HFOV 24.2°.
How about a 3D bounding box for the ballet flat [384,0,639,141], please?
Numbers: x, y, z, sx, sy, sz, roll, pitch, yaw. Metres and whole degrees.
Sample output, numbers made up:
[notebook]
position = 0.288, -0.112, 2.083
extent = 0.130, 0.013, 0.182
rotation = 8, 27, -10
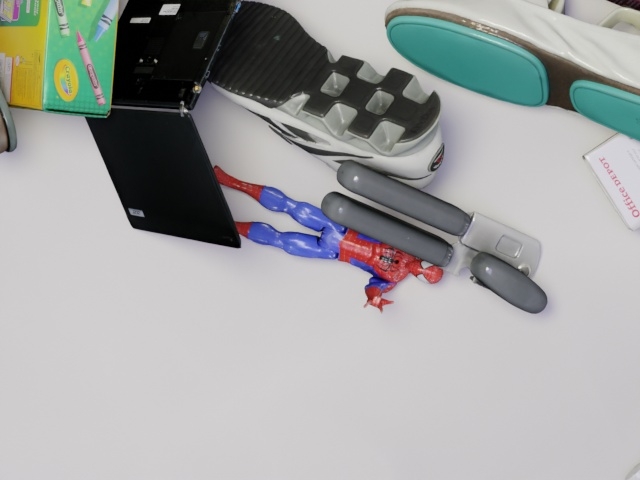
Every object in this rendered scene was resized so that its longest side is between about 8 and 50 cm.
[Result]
[ballet flat]
position = 0.267, -0.200, 1.587
extent = 0.400, 0.139, 0.139
rotation = 21, 97, 19

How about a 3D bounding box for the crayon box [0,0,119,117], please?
[crayon box]
position = -0.286, -0.278, 1.623
extent = 0.081, 0.165, 0.278
rotation = 2, 96, -32

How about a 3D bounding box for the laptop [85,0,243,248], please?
[laptop]
position = -0.142, -0.148, 1.618
extent = 0.136, 0.234, 0.264
rotation = 31, 77, -36

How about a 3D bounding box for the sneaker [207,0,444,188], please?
[sneaker]
position = -0.010, -0.145, 1.635
extent = 0.330, 0.146, 0.122
rotation = 32, 69, 26

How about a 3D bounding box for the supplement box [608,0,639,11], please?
[supplement box]
position = 0.316, -0.299, 1.588
extent = 0.188, 0.104, 0.081
rotation = 23, 96, 4

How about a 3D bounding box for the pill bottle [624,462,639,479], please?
[pill bottle]
position = 0.377, 0.285, 1.658
extent = 0.043, 0.043, 0.083
rotation = -45, 88, 8

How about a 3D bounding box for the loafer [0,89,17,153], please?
[loafer]
position = -0.427, -0.193, 1.657
extent = 0.084, 0.096, 0.267
rotation = -23, 67, -25

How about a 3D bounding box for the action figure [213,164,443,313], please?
[action figure]
position = 0.000, 0.000, 1.637
extent = 0.280, 0.139, 0.091
rotation = 17, 98, 3

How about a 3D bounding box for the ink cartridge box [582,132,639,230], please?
[ink cartridge box]
position = 0.366, -0.087, 1.623
extent = 0.135, 0.056, 0.099
rotation = -32, 90, 8

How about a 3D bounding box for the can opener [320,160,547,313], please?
[can opener]
position = 0.133, -0.006, 1.596
extent = 0.280, 0.093, 0.074
rotation = 24, 98, -26
